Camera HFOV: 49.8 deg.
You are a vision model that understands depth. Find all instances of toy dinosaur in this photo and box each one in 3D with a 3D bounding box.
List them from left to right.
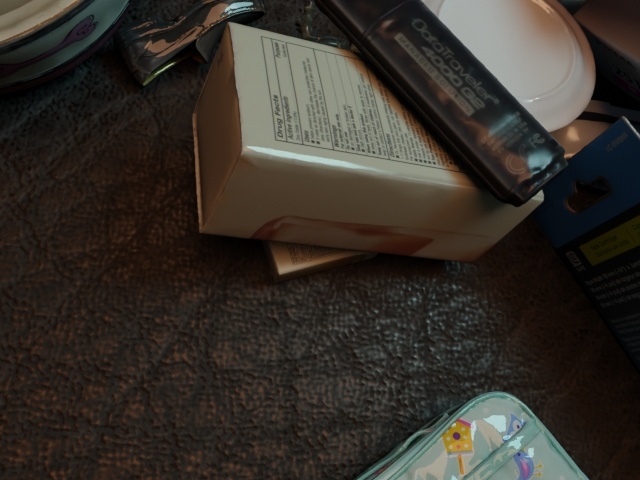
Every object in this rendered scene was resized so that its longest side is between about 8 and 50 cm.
[{"bbox_3d":[0.006,-0.186,0.768,0.118,0.064,0.268,34,73,-6],"label":"toy dinosaur"}]

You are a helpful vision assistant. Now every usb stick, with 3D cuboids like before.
[{"bbox_3d":[0.100,-0.148,0.608,0.077,0.045,0.278,-37,76,-15],"label":"usb stick"}]

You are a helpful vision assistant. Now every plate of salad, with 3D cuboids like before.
[{"bbox_3d":[0.175,-0.185,0.680,0.199,0.048,0.200,4,66,-10],"label":"plate of salad"}]

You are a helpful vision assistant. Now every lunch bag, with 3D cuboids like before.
[{"bbox_3d":[0.116,0.282,0.615,0.279,0.108,0.224,-34,82,-19],"label":"lunch bag"}]

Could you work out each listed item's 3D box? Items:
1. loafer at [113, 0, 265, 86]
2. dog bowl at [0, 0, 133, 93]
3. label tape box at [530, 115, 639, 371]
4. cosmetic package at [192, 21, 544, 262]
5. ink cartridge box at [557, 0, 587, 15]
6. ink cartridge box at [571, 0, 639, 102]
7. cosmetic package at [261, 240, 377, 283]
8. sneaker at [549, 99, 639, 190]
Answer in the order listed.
[{"bbox_3d":[-0.135,-0.220,0.753,0.170,0.062,0.061,-23,87,-7],"label":"loafer"},{"bbox_3d":[-0.356,-0.325,0.674,0.407,0.150,0.408,1,76,-6],"label":"dog bowl"},{"bbox_3d":[0.369,0.039,0.666,0.105,0.240,0.334,-30,81,-12],"label":"label tape box"},{"bbox_3d":[0.040,-0.080,0.653,0.296,0.129,0.153,8,55,-24],"label":"cosmetic package"},{"bbox_3d":[0.233,-0.271,0.800,0.175,0.127,0.072,-3,73,-12],"label":"ink cartridge box"},{"bbox_3d":[0.344,-0.163,0.632,0.060,0.239,0.275,-47,52,13],"label":"ink cartridge box"},{"bbox_3d":[0.000,0.000,0.716,0.115,0.041,0.060,-13,75,-14],"label":"cosmetic package"},{"bbox_3d":[0.361,-0.100,0.806,0.235,0.090,0.095,6,84,-5],"label":"sneaker"}]
